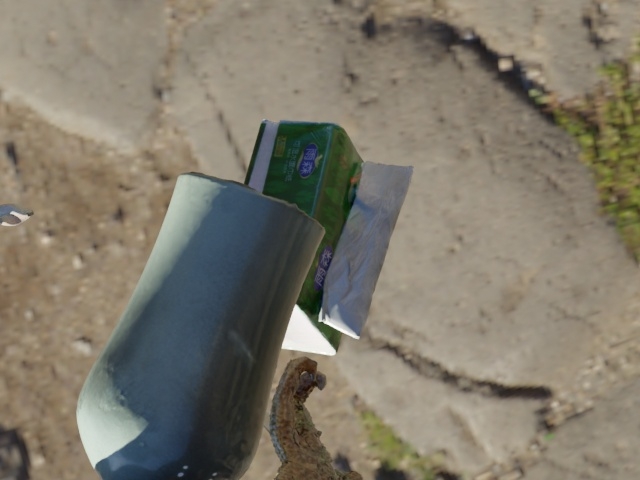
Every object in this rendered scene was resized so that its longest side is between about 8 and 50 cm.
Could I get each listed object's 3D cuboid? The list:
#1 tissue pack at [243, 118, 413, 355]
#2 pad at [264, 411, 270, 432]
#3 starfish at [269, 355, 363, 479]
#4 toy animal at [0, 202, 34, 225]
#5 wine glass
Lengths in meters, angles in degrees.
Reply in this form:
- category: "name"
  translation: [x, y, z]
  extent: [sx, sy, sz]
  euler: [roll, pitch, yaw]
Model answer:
- category: "tissue pack"
  translation: [0.000, -0.002, 1.760]
  extent: [0.156, 0.148, 0.209]
  euler: [5, 66, 25]
- category: "pad"
  translation: [-0.030, 0.196, 1.601]
  extent: [0.193, 0.004, 0.116]
  euler: [55, 168, -33]
- category: "starfish"
  translation: [-0.009, 0.200, 1.371]
  extent: [0.053, 0.150, 0.209]
  euler: [-23, 72, 29]
- category: "toy animal"
  translation: [-0.378, -0.009, 1.775]
  extent: [0.124, 0.085, 0.071]
  euler: [-46, 74, 20]
- category: "wine glass"
  translation: [-0.076, 0.083, 0.912]
  extent: [0.103, 0.103, 0.231]
  euler: [14, 78, 38]
